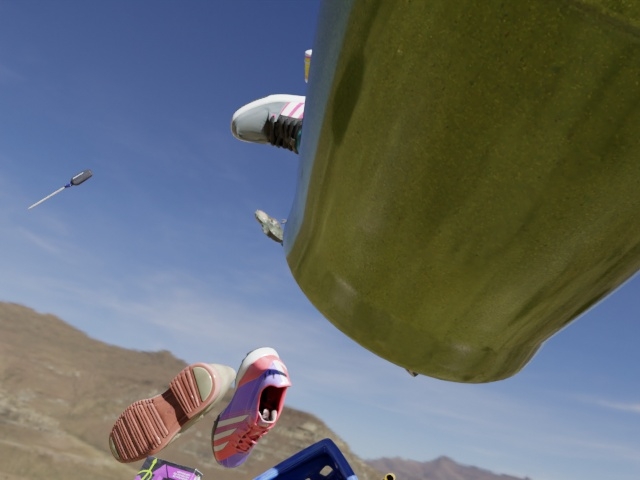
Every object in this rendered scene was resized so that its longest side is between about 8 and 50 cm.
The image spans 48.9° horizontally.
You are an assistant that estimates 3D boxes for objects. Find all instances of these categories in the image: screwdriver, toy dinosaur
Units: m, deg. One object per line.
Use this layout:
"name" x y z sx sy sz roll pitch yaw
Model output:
"screwdriver" -0.613 -0.121 1.653 0.169 0.025 0.024 -28 -7 -7
"toy dinosaur" 0.000 0.000 1.230 0.268 0.064 0.118 12 8 -19

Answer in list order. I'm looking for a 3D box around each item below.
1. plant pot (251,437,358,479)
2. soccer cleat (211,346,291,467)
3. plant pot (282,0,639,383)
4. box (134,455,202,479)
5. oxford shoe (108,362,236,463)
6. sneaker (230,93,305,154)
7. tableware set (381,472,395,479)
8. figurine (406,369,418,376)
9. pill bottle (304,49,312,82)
"plant pot" -0.009 0.532 1.216 0.236 0.235 0.212 45 -20 57
"soccer cleat" -0.149 0.384 1.507 0.108 0.318 0.116 5 27 -37
"plant pot" 0.138 -0.095 0.515 0.366 0.367 0.353 18 -59 -10
"box" -0.281 0.447 1.169 0.116 0.162 0.029 2 -39 32
"oxford shoe" -0.373 0.446 1.796 0.396 0.141 0.146 -34 -18 19
"sneaker" -0.047 -0.217 1.482 0.295 0.179 0.124 -4 -53 2
"tableware set" 0.182 0.569 1.502 0.154 0.104 0.024 54 12 16
"figurine" 0.198 0.104 1.177 0.092 0.209 0.215 47 -10 29
"pill bottle" -0.012 -0.364 1.513 0.043 0.083 0.043 1 26 0
